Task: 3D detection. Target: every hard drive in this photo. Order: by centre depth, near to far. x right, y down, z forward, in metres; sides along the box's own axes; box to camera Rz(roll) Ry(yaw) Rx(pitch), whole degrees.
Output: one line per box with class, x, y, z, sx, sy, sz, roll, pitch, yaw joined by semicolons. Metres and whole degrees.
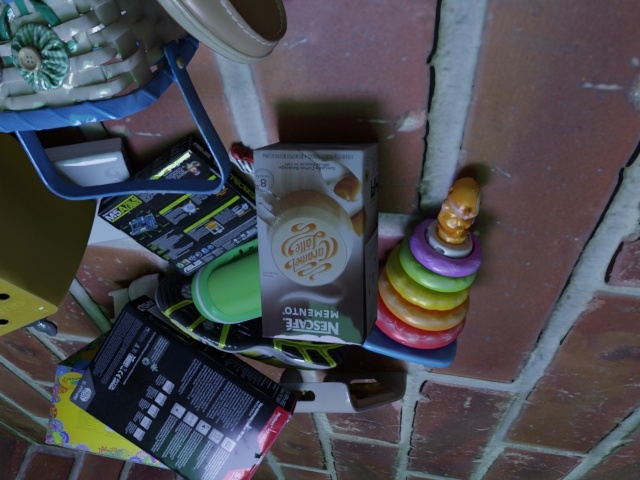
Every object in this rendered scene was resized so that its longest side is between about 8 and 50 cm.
hard drive;-0.430;-0.052;0.900;0.307;0.040;0.203;-10;147;-7

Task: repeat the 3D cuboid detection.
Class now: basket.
basket;-0.251;-0.166;0.629;0.254;0.201;0.289;-3;134;20

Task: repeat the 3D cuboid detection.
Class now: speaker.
speaker;-0.082;0.053;0.969;0.296;0.131;0.131;-21;134;40

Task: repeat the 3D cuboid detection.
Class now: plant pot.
plant pot;-0.445;0.011;0.778;0.212;0.187;0.212;-22;145;11

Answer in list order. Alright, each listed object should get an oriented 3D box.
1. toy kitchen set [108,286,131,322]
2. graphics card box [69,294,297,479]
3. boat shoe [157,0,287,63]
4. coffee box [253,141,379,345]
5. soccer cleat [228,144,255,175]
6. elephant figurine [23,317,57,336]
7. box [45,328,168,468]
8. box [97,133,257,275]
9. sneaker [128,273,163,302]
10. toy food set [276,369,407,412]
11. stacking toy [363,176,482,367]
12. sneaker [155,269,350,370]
toy kitchen set;-0.336;0.174;1.289;0.122;0.166;0.207;-4;180;24
graphics card box;-0.257;0.301;1.128;0.371;0.233;0.094;32;-170;1
boat shoe;-0.108;-0.291;0.472;0.110;0.122;0.341;-8;140;29
coffee box;0.000;0.000;0.769;0.141;0.098;0.247;2;105;15
soccer cleat;-0.092;-0.103;0.831;0.083;0.029;0.035;30;152;-19
elephant figurine;-0.664;0.087;1.196;0.239;0.186;0.169;2;169;24
box;-0.402;0.345;1.339;0.289;0.177;0.279;12;-173;1
box;-0.198;-0.044;0.892;0.190;0.045;0.184;-30;129;23
sneaker;-0.283;0.139;1.213;0.094;0.080;0.212;-27;130;29
toy food set;0.030;0.308;1.271;0.219;0.092;0.306;-9;169;29
stacking toy;0.167;0.029;0.859;0.165;0.175;0.302;14;133;-3
sneaker;-0.140;0.176;1.156;0.384;0.145;0.147;24;147;-12
